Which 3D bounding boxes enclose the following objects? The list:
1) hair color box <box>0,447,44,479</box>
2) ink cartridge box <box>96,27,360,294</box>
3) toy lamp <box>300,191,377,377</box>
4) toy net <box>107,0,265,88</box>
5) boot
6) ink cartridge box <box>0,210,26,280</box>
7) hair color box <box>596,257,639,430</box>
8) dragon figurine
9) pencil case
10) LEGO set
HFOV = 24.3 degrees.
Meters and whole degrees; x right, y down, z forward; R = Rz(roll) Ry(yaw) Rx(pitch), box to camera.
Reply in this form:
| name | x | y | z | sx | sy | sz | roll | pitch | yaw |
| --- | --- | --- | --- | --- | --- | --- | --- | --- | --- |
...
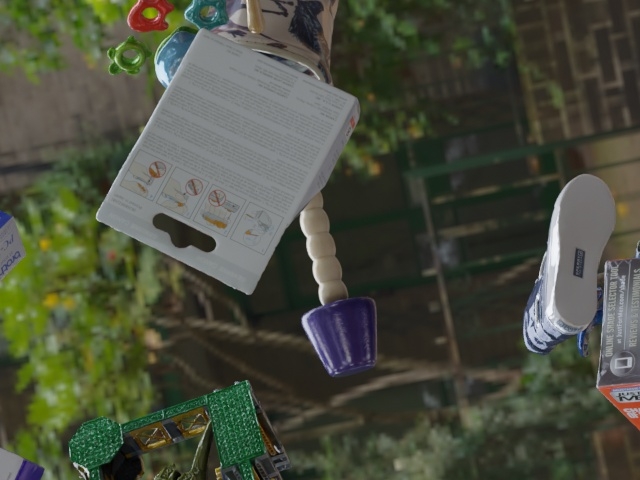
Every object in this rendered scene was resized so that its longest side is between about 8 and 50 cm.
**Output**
| name | x | y | z | sx | sy | sz | roll | pitch | yaw |
| --- | --- | --- | --- | --- | --- | --- | --- | --- | --- |
| hair color box | -0.492 | 0.262 | 1.596 | 0.110 | 0.338 | 0.185 | 86 | -154 | -76 |
| ink cartridge box | -0.070 | -0.060 | 1.175 | 0.179 | 0.145 | 0.045 | -62 | -12 | -9 |
| toy lamp | 0.000 | 0.000 | 1.497 | 0.080 | 0.080 | 0.275 | 63 | -166 | -77 |
| toy net | -0.100 | -0.233 | 1.389 | 0.122 | 0.232 | 0.045 | 25 | -152 | -27 |
| boot | 0.251 | 0.024 | 1.550 | 0.086 | 0.069 | 0.190 | -51 | 17 | 56 |
| ink cartridge box | -0.318 | 0.047 | 1.074 | 0.207 | 0.097 | 0.046 | -50 | -30 | -33 |
| hair color box | 0.243 | 0.088 | 1.003 | 0.167 | 0.053 | 0.093 | 40 | -129 | -46 |
| dragon figurine | 0.334 | 0.084 | 1.790 | 0.289 | 0.144 | 0.085 | 74 | 174 | -66 |
| pencil case | -0.041 | -0.319 | 1.905 | 0.183 | 0.160 | 0.410 | 30 | -134 | -21 |
| LEGO set | -0.115 | 0.320 | 1.538 | 0.331 | 0.254 | 0.192 | 61 | 176 | 42 |
